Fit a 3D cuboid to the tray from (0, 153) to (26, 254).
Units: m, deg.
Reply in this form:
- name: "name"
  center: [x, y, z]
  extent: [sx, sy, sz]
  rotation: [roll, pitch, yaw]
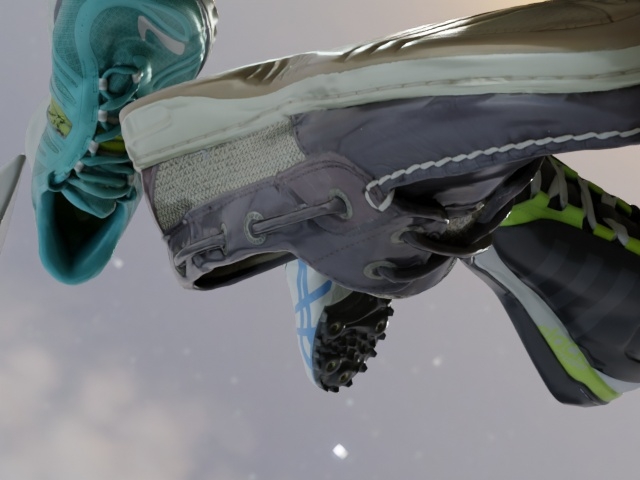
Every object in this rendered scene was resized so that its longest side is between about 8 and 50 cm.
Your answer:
- name: "tray"
  center: [-0.203, 0.095, 0.790]
  extent: [0.030, 0.270, 0.145]
  rotation: [21, 154, -6]

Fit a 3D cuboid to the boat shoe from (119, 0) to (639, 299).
- name: "boat shoe"
  center: [0.026, -0.026, 0.602]
  extent: [0.103, 0.285, 0.092]
  rotation: [-16, -84, -38]

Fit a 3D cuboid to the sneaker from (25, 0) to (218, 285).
- name: "sneaker"
  center: [-0.129, -0.073, 1.066]
  extent: [0.107, 0.275, 0.110]
  rotation: [9, -127, -10]

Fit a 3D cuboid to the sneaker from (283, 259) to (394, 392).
- name: "sneaker"
  center: [0.000, 0.000, 1.284]
  extent: [0.085, 0.237, 0.086]
  rotation: [-21, -155, -36]

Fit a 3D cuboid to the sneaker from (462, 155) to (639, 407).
- name: "sneaker"
  center: [0.130, -0.006, 0.834]
  extent: [0.235, 0.097, 0.084]
  rotation: [53, -150, -42]
